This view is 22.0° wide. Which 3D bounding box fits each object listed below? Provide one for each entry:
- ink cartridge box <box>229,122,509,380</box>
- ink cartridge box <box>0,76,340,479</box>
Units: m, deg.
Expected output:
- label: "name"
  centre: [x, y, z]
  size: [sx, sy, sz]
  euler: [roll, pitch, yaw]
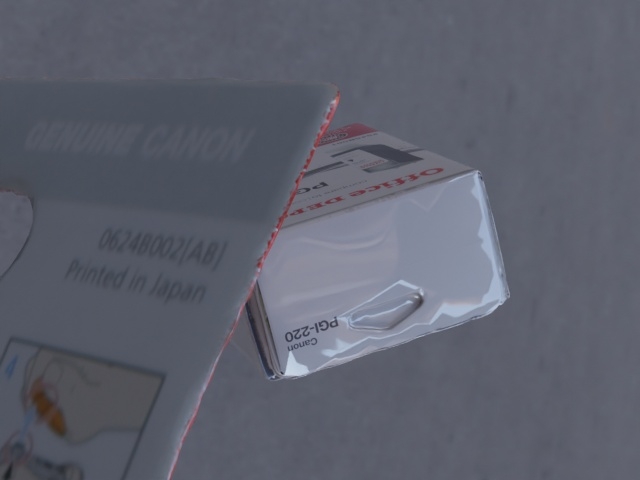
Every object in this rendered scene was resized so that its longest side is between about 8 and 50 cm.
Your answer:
- label: "ink cartridge box"
  centre: [0.000, 0.000, 1.040]
  size: [0.218, 0.159, 0.092]
  euler: [-145, -141, -67]
- label: "ink cartridge box"
  centre: [-0.127, 0.148, 0.432]
  size: [0.091, 0.308, 0.385]
  euler: [28, 77, -37]
